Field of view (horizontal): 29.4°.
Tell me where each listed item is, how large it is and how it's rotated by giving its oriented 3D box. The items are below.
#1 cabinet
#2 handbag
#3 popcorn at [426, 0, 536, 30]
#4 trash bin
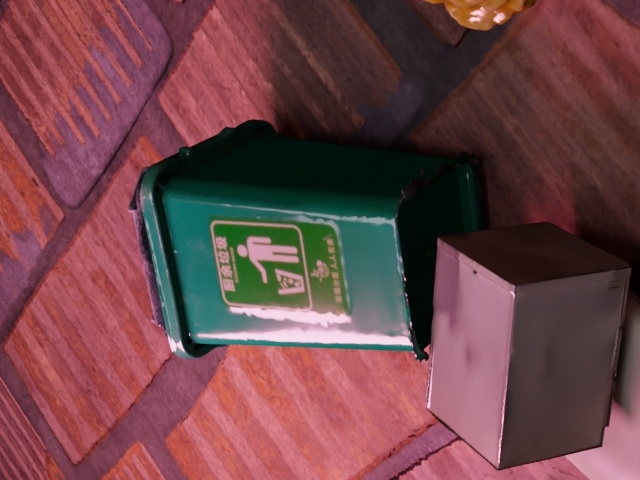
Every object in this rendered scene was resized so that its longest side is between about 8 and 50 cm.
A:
[{"bbox_3d":[0.215,0.107,1.284,0.145,0.150,0.206,36,129,56],"label":"cabinet"},{"bbox_3d":[0.318,0.171,1.329,0.315,0.109,0.241,44,135,28],"label":"handbag"},{"bbox_3d":[0.150,-0.362,1.188,0.225,0.173,0.286,-39,69,34],"label":"popcorn"},{"bbox_3d":[0.000,0.000,1.470,0.381,0.295,0.259,6,114,34],"label":"trash bin"}]
